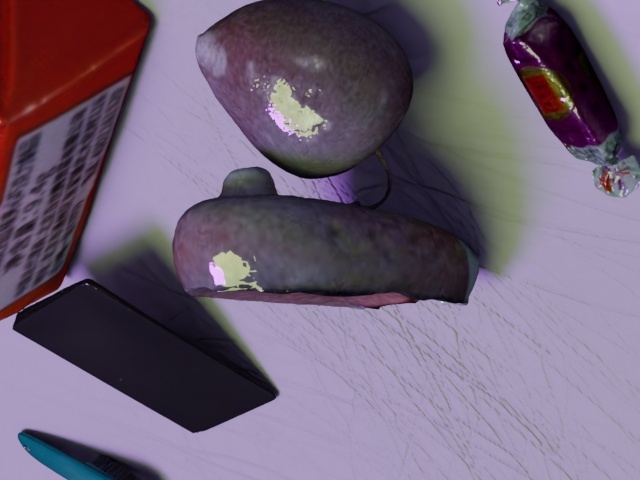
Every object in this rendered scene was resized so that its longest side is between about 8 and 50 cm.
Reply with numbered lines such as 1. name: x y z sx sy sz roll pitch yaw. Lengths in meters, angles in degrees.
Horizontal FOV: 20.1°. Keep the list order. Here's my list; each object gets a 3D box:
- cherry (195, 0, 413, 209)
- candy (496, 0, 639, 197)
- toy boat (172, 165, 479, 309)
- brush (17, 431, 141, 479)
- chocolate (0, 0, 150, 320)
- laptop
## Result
1. cherry: -0.017 -0.092 1.197 0.188 0.148 0.115 147 125 -71
2. candy: 0.147 -0.097 1.097 0.045 0.043 0.175 -8 118 56
3. toy boat: 0.000 0.000 1.209 0.155 0.227 0.085 -1 84 44
4. brush: -0.222 0.215 1.710 0.193 0.032 0.043 22 141 44
5. chocolate: -0.339 -0.122 1.411 0.341 0.161 0.360 36 140 7
6. laptop: -0.146 0.096 1.496 0.197 0.016 0.135 34 145 -24
